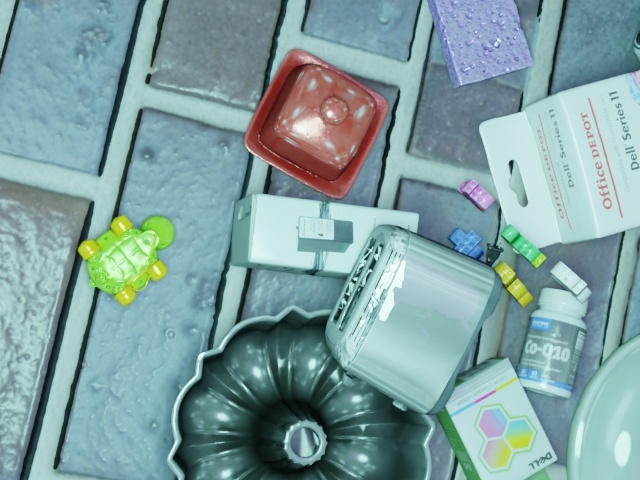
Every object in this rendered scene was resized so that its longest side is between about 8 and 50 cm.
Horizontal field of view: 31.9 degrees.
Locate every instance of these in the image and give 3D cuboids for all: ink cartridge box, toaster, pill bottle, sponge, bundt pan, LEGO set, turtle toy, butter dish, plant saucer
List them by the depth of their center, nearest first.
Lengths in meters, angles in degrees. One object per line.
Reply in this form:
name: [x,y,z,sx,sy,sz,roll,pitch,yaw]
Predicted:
toaster: [0.106,0.079,1.293,0.146,0.129,0.227,25,95,-14]
turtle toy: [-0.234,0.017,1.388,0.130,0.066,0.095,-38,97,-15]
bundt pan: [-0.034,0.246,1.389,0.331,0.124,0.331,1,85,-15]
ink cartridge box: [0.000,0.000,1.405,0.208,0.153,0.087,7,85,-12]
butter dish: [0.005,-0.157,1.437,0.160,0.118,0.160,29,79,-9]
LEGO set: [0.241,0.017,1.462,0.227,0.093,0.087,43,92,15]
ink cartridge box: [0.238,0.271,1.486,0.109,0.062,0.209,-26,92,-15]
pill bottle: [0.314,0.138,1.509,0.078,0.078,0.137,17,81,-12]
ink cartridge box: [0.417,-0.120,1.536,0.353,0.119,0.207,-16,90,-15]
plant saucer: [0.541,0.309,1.541,0.400,0.100,0.400,1,84,-14]
sponge: [0.210,-0.325,1.548,0.117,0.031,0.210,-16,90,-15]

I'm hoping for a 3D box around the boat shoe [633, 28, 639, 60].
boat shoe: [0.534,-0.381,1.568,0.301,0.108,0.102,-47,120,-1]
